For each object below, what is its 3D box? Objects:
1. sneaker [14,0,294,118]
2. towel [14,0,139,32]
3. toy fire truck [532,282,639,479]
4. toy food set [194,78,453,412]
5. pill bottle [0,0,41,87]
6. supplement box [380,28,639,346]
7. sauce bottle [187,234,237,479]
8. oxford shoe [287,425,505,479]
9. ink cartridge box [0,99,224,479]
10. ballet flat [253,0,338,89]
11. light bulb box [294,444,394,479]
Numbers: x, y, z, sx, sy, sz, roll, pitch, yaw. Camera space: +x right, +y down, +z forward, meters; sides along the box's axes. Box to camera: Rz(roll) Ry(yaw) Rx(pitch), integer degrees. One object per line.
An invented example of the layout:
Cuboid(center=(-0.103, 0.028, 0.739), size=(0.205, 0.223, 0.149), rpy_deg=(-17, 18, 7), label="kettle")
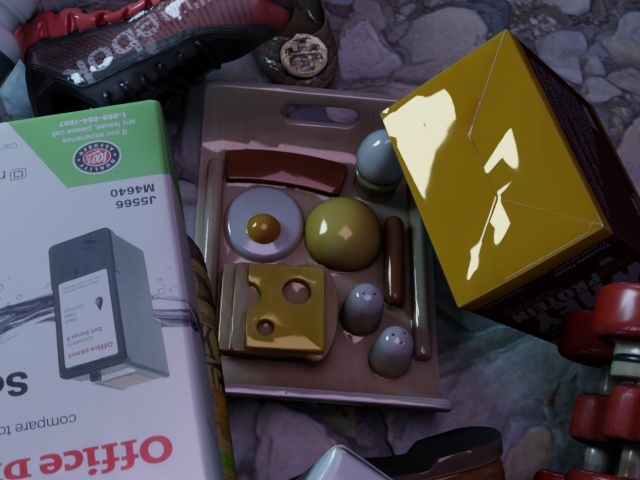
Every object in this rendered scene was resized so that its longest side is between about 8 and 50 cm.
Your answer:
Cuboid(center=(-0.149, -0.160, 1.005), size=(0.276, 0.097, 0.135), rpy_deg=(-10, 70, 18), label="sneaker")
Cuboid(center=(-0.222, -0.262, 1.037), size=(0.282, 0.187, 0.049), rpy_deg=(2, 56, -7), label="towel")
Cuboid(center=(0.302, 0.148, 0.822), size=(0.253, 0.302, 0.169), rpy_deg=(12, 79, 3), label="toy fire truck")
Cuboid(center=(0.000, 0.000, 0.973), size=(0.219, 0.092, 0.306), rpy_deg=(4, 59, -6), label="toy food set")
Cuboid(center=(-0.326, -0.161, 0.973), size=(0.108, 0.108, 0.180), rpy_deg=(30, 84, 9), label="pill bottle")
Cuboid(center=(0.179, -0.035, 0.943), size=(0.129, 0.194, 0.191), rpy_deg=(-32, 61, 24), label="supplement box")
Cuboid(center=(-0.133, 0.070, 0.845), size=(0.111, 0.111, 0.344), rpy_deg=(-6, 63, -12), label="sauce bottle")
Cuboid(center=(0.046, 0.209, 0.876), size=(0.212, 0.076, 0.076), rpy_deg=(-12, 100, -5), label="oxford shoe")
Cuboid(center=(-0.177, 0.063, 0.722), size=(0.198, 0.115, 0.273), rpy_deg=(-10, 62, -6), label="ink cartridge box")
Cuboid(center=(-0.033, -0.254, 1.135), size=(0.084, 0.058, 0.250), rpy_deg=(-3, 61, -10), label="ballet flat")
Cuboid(center=(0.044, 0.378, 0.642), size=(0.361, 0.225, 0.358), rpy_deg=(34, 66, 2), label="light bulb box")
